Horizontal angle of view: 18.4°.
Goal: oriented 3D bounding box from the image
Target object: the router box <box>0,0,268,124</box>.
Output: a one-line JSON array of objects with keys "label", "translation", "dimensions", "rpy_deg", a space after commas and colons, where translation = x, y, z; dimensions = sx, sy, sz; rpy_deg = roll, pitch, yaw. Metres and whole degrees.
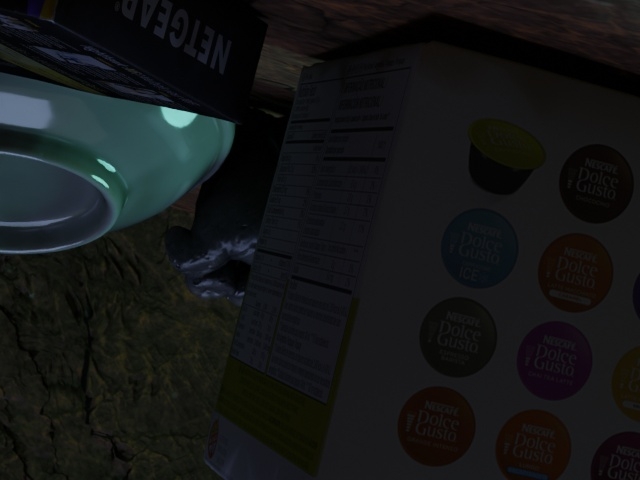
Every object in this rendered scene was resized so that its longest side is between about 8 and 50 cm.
[{"label": "router box", "translation": [-0.203, -0.166, 1.307], "dimensions": [0.242, 0.081, 0.309], "rpy_deg": [14, 176, 20]}]

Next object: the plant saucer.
[{"label": "plant saucer", "translation": [-0.275, -0.074, 1.696], "dimensions": [0.400, 0.101, 0.400], "rpy_deg": [2, 156, 1]}]

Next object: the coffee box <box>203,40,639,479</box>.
[{"label": "coffee box", "translation": [0.141, 0.062, 1.415], "dimensions": [0.337, 0.334, 0.338], "rpy_deg": [14, 179, -13]}]

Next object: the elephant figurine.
[{"label": "elephant figurine", "translation": [-0.075, -0.072, 1.907], "dimensions": [0.186, 0.239, 0.169], "rpy_deg": [-14, 149, 20]}]
